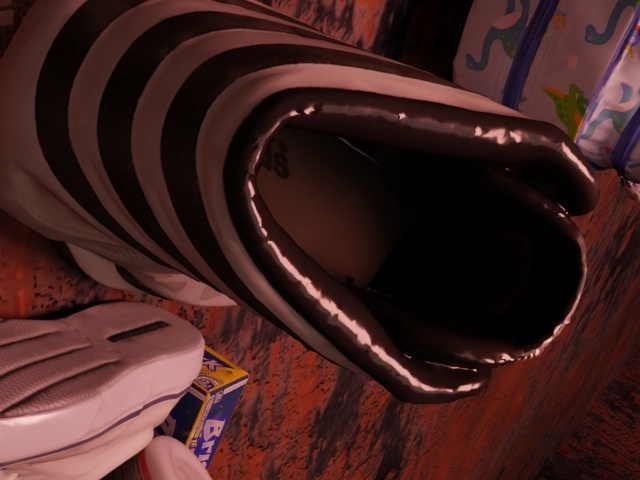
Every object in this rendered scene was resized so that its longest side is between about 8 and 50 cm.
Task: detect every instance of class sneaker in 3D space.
[{"bbox_3d":[-0.142,0.093,0.593,0.258,0.094,0.091,-2,116,-66],"label":"sneaker"},{"bbox_3d":[-0.001,0.001,0.552,0.169,0.257,0.447,-59,159,2],"label":"sneaker"}]

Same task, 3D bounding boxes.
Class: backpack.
[{"bbox_3d":[0.240,-0.174,0.903,0.356,0.273,0.290,6,121,-53],"label":"backpack"}]

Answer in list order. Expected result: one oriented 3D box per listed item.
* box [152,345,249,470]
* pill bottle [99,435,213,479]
[{"bbox_3d":[-0.112,0.149,0.780,0.054,0.059,0.168,-18,136,-62],"label":"box"},{"bbox_3d":[-0.136,0.195,0.702,0.160,0.087,0.087,-34,158,4],"label":"pill bottle"}]
